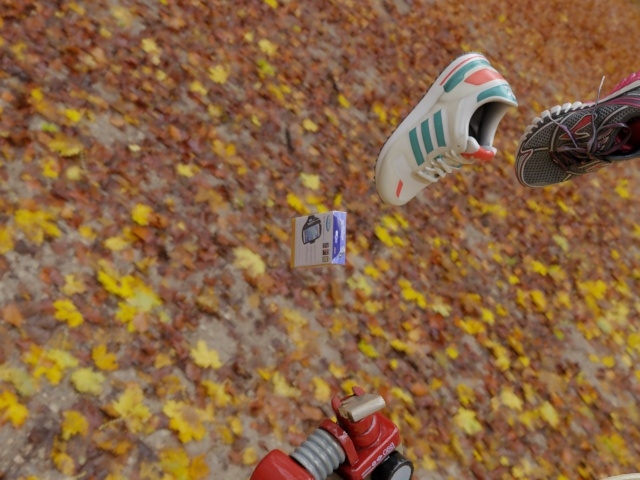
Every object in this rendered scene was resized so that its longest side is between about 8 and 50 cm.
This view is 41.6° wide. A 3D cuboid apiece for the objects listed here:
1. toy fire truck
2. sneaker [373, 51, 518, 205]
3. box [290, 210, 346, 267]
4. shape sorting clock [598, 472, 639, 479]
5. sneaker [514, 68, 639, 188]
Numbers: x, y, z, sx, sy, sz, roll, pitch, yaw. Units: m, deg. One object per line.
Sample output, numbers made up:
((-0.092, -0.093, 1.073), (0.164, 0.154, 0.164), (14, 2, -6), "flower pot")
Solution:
((0.012, 0.276, 1.071), (0.217, 0.246, 0.158), (-38, 43, -24), "toy fire truck")
((0.110, -0.083, 0.745), (0.057, 0.161, 0.075), (12, 33, -44), "sneaker")
((0.000, 0.000, 1.308), (0.028, 0.136, 0.081), (6, 83, -35), "box")
((0.384, 0.366, 1.100), (0.206, 0.206, 0.040), (26, 28, -28), "shape sorting clock")
((0.412, -0.156, 1.278), (0.121, 0.299, 0.112), (39, 50, -17), "sneaker")
